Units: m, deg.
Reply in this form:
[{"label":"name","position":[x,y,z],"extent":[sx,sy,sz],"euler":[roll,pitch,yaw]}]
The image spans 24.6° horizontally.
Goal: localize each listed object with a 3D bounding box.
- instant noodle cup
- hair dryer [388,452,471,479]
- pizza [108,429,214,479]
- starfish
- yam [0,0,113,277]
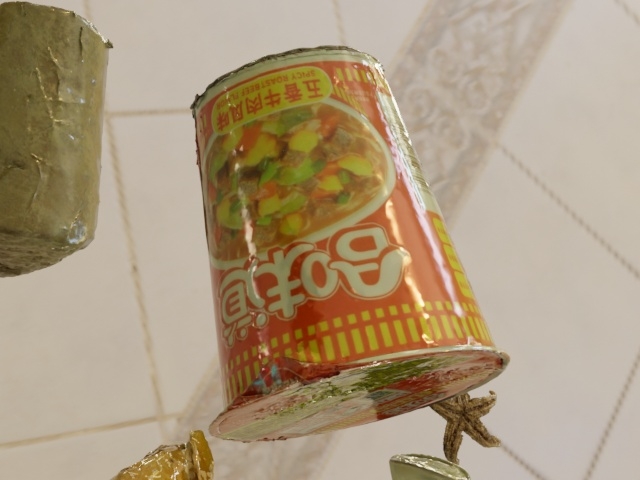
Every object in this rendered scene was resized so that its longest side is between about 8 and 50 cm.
[{"label":"instant noodle cup","position":[0.000,0.000,0.922],"extent":[0.193,0.193,0.212],"euler":[-3,70,-33]},{"label":"hair dryer","position":[0.149,0.274,1.057],"extent":[0.075,0.237,0.206],"euler":[-31,130,-52]},{"label":"pizza","position":[-0.189,0.236,0.734],"extent":[0.075,0.287,0.280],"euler":[44,41,-17]},{"label":"starfish","position":[0.123,0.153,1.268],"extent":[0.091,0.028,0.078],"euler":[41,67,-14]},{"label":"yam","position":[-0.350,-0.108,1.721],"extent":[0.195,0.195,0.300],"euler":[13,71,-29]}]
